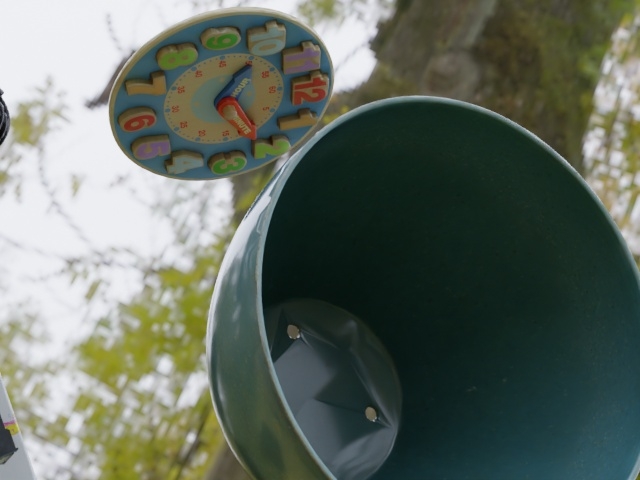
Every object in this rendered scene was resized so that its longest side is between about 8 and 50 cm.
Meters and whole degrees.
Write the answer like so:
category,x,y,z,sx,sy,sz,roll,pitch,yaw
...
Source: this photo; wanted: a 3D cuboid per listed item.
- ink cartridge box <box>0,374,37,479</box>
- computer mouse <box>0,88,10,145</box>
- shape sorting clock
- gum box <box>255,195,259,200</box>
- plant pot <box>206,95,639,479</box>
category,x,y,z,sx,sy,sz,roll,pitch,yaw
ink cartridge box,-0.372,0.181,1.783,0.127,0.072,0.175,7,-58,37
computer mouse,-0.360,-0.129,1.334,0.262,0.184,0.060,47,-14,3
shape sorting clock,-0.086,-0.125,1.577,0.206,0.040,0.206,-16,-38,-13
gum box,0.000,0.000,2.301,0.188,0.062,0.107,21,5,41
plant pot,0.041,0.078,1.139,0.290,0.290,0.195,37,-33,-16
